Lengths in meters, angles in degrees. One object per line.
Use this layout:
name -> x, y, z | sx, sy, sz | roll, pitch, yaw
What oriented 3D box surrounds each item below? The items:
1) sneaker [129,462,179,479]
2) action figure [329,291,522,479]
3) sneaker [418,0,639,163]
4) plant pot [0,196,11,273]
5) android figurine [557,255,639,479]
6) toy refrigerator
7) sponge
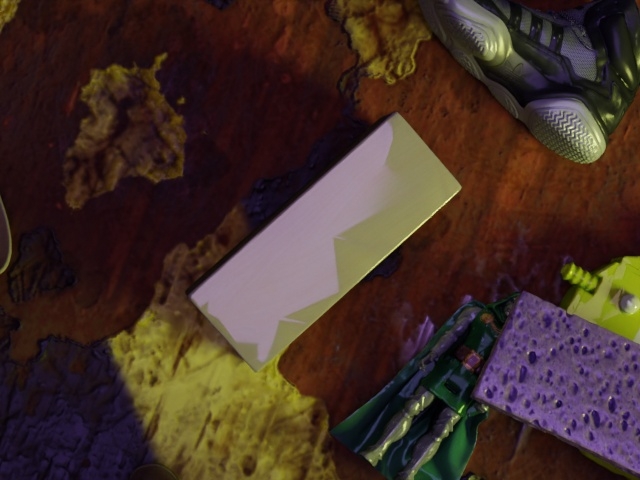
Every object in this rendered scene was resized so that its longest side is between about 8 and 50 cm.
sneaker -> -0.147, 0.311, 1.175 | 0.066, 0.071, 0.188 | -12, 87, -4
action figure -> 0.134, 0.143, 1.216 | 0.137, 0.063, 0.232 | 38, 81, 3
sneaker -> 0.224, -0.217, 1.231 | 0.268, 0.101, 0.153 | 45, 83, -5
plant pot -> -0.442, -0.043, 1.096 | 0.191, 0.284, 0.284 | -31, 88, 7
android figurine -> 0.346, 0.122, 1.232 | 0.273, 0.056, 0.248 | 32, 84, -3
toy refrigerator -> 0.000, 0.000, 1.202 | 0.269, 0.094, 0.102 | -42, 96, -5
sponge -> 0.264, 0.144, 1.171 | 0.210, 0.031, 0.117 | 25, 76, 5
